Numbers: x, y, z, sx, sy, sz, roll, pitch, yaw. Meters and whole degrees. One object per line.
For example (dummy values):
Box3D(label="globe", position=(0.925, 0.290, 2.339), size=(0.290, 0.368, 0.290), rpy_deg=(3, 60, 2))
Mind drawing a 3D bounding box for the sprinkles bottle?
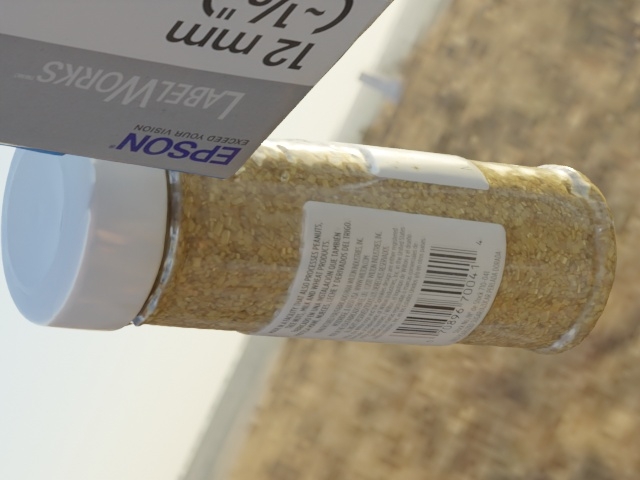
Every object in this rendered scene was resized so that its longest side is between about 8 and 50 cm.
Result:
Box3D(label="sprinkles bottle", position=(0.000, 0.000, 1.104), size=(0.121, 0.355, 0.121), rpy_deg=(-14, 73, 57))

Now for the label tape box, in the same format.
Box3D(label="label tape box", position=(-0.113, -0.111, 0.726), size=(0.348, 0.249, 0.115), rpy_deg=(-47, 50, 38))
